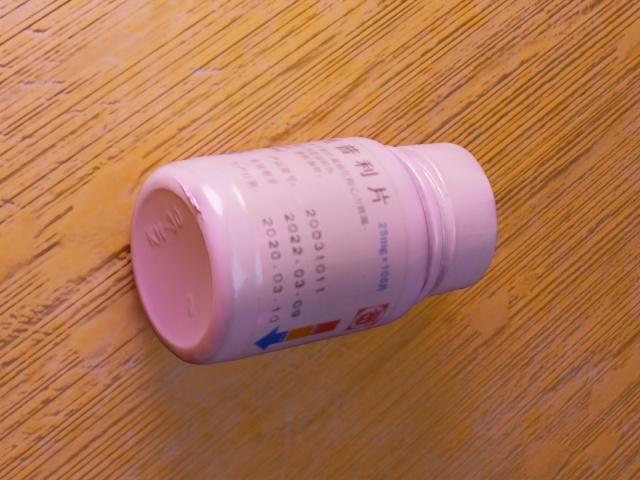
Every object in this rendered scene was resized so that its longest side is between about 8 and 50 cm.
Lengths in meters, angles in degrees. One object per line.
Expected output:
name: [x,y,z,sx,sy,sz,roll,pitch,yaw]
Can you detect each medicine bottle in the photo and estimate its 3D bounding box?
medicine bottle: [0.000,0.000,1.202,0.292,0.170,0.170,-9,107,-32]
